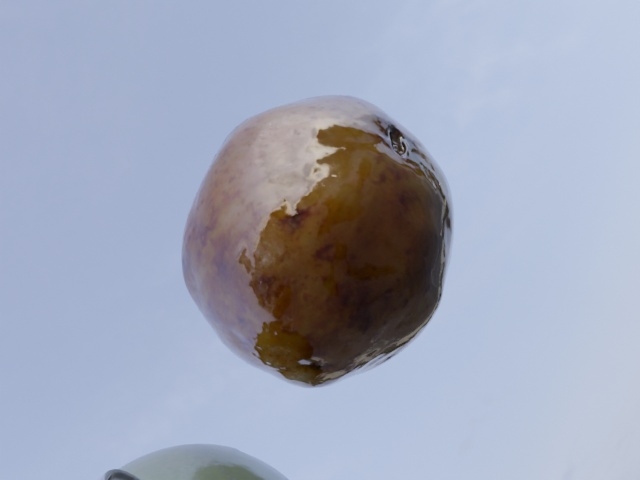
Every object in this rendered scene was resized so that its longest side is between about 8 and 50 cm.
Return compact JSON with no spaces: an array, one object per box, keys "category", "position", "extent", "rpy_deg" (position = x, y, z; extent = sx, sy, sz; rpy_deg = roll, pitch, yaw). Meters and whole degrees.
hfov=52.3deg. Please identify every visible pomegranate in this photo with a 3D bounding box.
[{"category":"pomegranate","position":[0.000,0.000,0.548],"extent":[0.248,0.248,0.248],"rpy_deg":[-22,-55,-35]}]

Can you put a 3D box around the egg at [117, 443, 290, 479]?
[{"category":"egg","position":[-0.095,0.264,0.481],"extent":[0.219,0.219,0.269],"rpy_deg":[-20,-18,-36]}]

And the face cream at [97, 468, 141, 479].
[{"category":"face cream","position":[-0.165,0.199,0.304],"extent":[0.229,0.075,0.075],"rpy_deg":[-45,-43,3]}]
